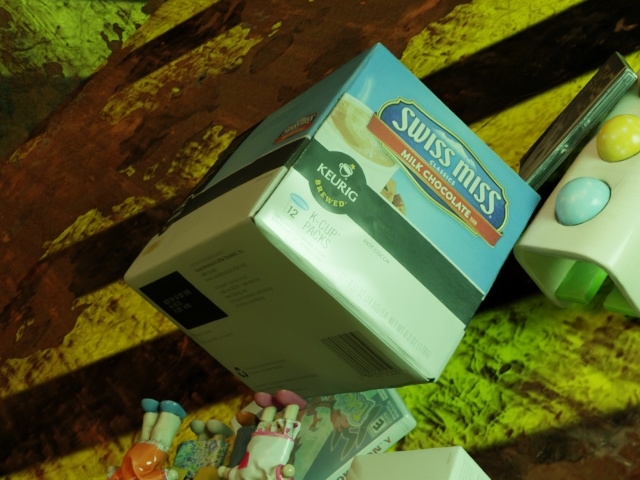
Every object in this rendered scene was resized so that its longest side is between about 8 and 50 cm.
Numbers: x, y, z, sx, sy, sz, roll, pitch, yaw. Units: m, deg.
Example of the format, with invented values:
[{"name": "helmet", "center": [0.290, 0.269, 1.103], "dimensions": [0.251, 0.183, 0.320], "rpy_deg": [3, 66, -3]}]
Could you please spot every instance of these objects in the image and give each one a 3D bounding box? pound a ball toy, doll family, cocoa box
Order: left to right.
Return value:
[{"name": "doll family", "center": [-0.103, 0.256, 1.174], "dimensions": [0.263, 0.118, 0.163], "rpy_deg": [-10, 48, 36]}, {"name": "cocoa box", "center": [0.000, 0.000, 1.161], "dimensions": [0.228, 0.231, 0.347], "rpy_deg": [-55, 16, -26]}, {"name": "pound a ball toy", "center": [0.347, -0.079, 1.072], "dimensions": [0.319, 0.136, 0.208], "rpy_deg": [-52, 31, -17]}]

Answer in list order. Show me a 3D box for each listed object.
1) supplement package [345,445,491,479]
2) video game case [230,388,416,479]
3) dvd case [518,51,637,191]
[{"name": "supplement package", "center": [0.098, 0.252, 0.875], "dimensions": [0.105, 0.179, 0.105], "rpy_deg": [-15, 38, 39]}, {"name": "video game case", "center": [-0.004, 0.195, 1.234], "dimensions": [0.183, 0.023, 0.201], "rpy_deg": [-40, 29, 3]}, {"name": "dvd case", "center": [0.266, -0.125, 1.214], "dimensions": [0.164, 0.018, 0.221], "rpy_deg": [-50, 1, 18]}]
